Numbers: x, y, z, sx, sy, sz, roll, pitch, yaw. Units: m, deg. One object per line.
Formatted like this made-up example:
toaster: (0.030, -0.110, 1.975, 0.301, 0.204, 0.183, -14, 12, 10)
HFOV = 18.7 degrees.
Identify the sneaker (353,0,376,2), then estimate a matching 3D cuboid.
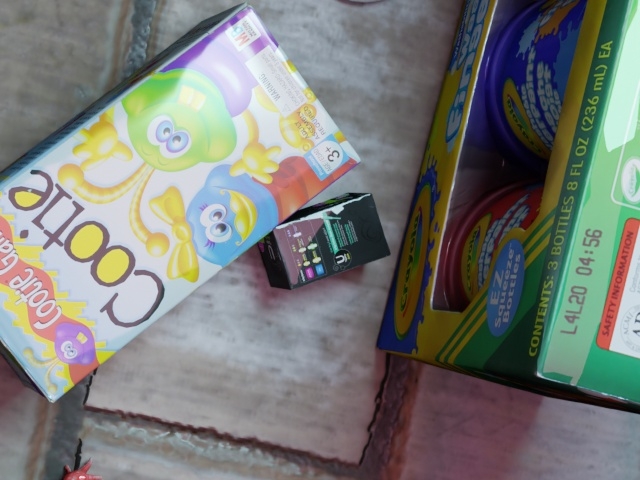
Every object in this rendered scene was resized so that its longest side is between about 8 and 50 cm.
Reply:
sneaker: (0.028, -0.300, 1.456, 0.095, 0.104, 0.236, -17, 94, -14)

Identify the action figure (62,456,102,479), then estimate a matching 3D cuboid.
action figure: (-0.244, 0.242, 1.397, 0.280, 0.139, 0.091, -17, 99, 7)

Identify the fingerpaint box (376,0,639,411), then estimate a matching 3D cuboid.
fingerpaint box: (0.206, -0.109, 1.368, 0.163, 0.371, 0.445, 15, 87, -13)

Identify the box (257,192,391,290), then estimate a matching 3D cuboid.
box: (0.000, 0.000, 1.470, 0.083, 0.062, 0.052, -20, 97, -15)

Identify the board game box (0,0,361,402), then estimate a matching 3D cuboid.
board game box: (-0.134, -0.028, 1.390, 0.275, 0.144, 0.142, -38, 100, -12)
